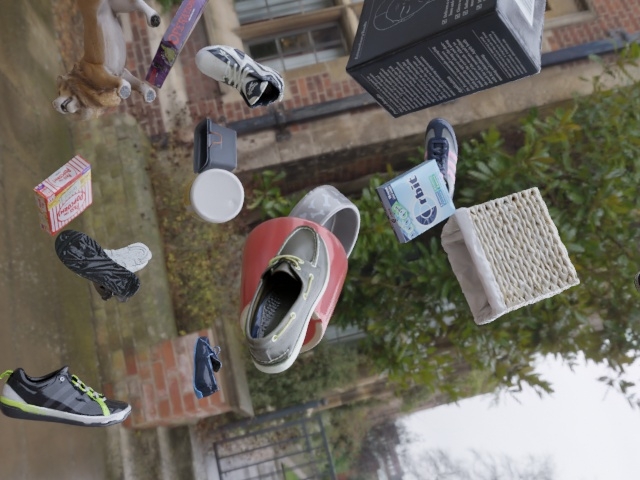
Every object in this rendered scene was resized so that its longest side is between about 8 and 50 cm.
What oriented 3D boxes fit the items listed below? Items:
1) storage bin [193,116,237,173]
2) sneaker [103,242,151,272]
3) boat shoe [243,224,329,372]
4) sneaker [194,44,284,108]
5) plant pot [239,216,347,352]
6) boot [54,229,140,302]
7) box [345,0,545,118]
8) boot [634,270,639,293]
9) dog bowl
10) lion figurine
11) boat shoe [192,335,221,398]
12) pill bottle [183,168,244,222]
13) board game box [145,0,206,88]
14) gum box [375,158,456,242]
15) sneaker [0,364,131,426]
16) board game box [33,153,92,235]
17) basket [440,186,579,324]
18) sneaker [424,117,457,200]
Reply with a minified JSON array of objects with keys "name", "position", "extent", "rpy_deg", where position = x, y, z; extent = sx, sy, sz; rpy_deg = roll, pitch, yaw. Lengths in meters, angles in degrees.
[{"name":"storage bin","position":[-0.260,-0.234,1.533],"extent":[0.098,0.091,0.135],"rpy_deg":[-28,-119,51]},{"name":"sneaker","position":[-0.622,0.078,1.810],"extent":[0.095,0.235,0.090],"rpy_deg":[-43,-114,42]},{"name":"boat shoe","position":[-0.057,0.082,1.086],"extent":[0.091,0.109,0.304],"rpy_deg":[72,28,-47]},{"name":"sneaker","position":[-0.192,-0.400,1.505],"extent":[0.094,0.235,0.153],"rpy_deg":[-57,-151,20]},{"name":"plant pot","position":[-0.075,0.120,1.465],"extent":[0.243,0.275,0.274],"rpy_deg":[-81,165,-51]},{"name":"boot","position":[-0.600,0.079,1.622],"extent":[0.246,0.094,0.207],"rpy_deg":[37,-23,-15]},{"name":"box","position":[0.294,-0.503,1.418],"extent":[0.212,0.396,0.293],"rpy_deg":[34,59,-39]},{"name":"boot","position":[0.923,0.076,1.503],"extent":[0.178,0.237,0.085],"rpy_deg":[124,-40,-63]},{"name":"dog bowl","position":[0.000,0.000,1.959],"extent":[0.102,0.349,0.348],"rpy_deg":[30,-30,27]},{"name":"lion figurine","position":[-0.478,-0.442,1.337],"extent":[0.240,0.142,0.391],"rpy_deg":[27,-66,27]},{"name":"boat shoe","position":[-0.369,0.422,2.020],"extent":[0.258,0.089,0.109],"rpy_deg":[-104,-176,-49]},{"name":"pill bottle","position":[-0.249,-0.098,1.385],"extent":[0.208,0.118,0.117],"rpy_deg":[-176,-107,-72]},{"name":"board game box","position":[-0.288,-0.530,1.382],"extent":[0.208,0.056,0.346],"rpy_deg":[-29,-144,65]},{"name":"gum box","position":[0.251,-0.104,1.590],"extent":[0.041,0.184,0.156],"rpy_deg":[-1,-65,64]},{"name":"sneaker","position":[-0.458,0.278,1.106],"extent":[0.084,0.235,0.097],"rpy_deg":[-4,-106,63]},{"name":"board game box","position":[-0.659,-0.114,1.565],"extent":[0.045,0.146,0.193],"rpy_deg":[37,-32,3]},{"name":"basket","position":[0.554,0.051,1.842],"extent":[0.328,0.267,0.331],"rpy_deg":[71,-2,-76]},{"name":"sneaker","position":[0.396,-0.242,2.008],"extent":[0.131,0.112,0.318],"rpy_deg":[-45,131,-68]}]
